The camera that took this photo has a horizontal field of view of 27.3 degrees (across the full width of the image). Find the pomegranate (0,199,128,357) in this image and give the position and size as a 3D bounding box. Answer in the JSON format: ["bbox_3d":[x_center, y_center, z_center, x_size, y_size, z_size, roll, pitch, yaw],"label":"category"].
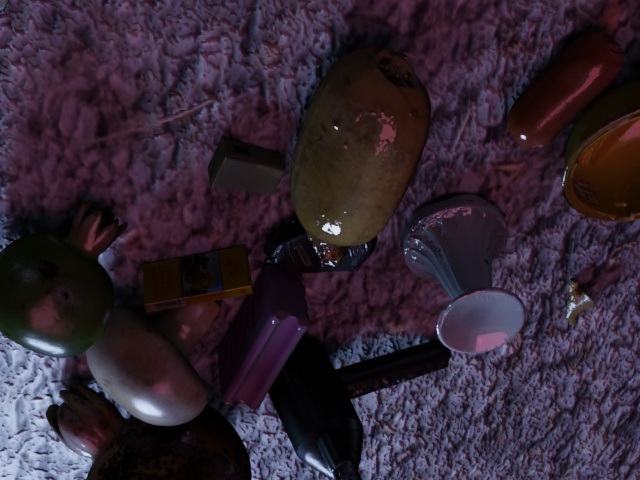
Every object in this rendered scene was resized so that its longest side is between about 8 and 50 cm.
[{"bbox_3d":[-0.356,0.049,1.820,0.187,0.187,0.225,36,91,-35],"label":"pomegranate"}]

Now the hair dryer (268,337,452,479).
[{"bbox_3d":[0.087,0.248,2.050,0.302,0.244,0.116,-18,141,-15],"label":"hair dryer"}]

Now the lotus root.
[{"bbox_3d":[0.039,-0.099,1.741,0.151,0.169,0.342,-10,137,-37],"label":"lotus root"}]

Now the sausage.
[{"bbox_3d":[0.326,-0.200,1.771,0.077,0.077,0.194,27,122,-31],"label":"sausage"}]

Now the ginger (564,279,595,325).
[{"bbox_3d":[0.415,0.096,2.098,0.048,0.030,0.097,10,134,18],"label":"ginger"}]

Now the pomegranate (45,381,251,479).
[{"bbox_3d":[-0.279,0.344,2.067,0.341,0.285,0.285,41,118,-8],"label":"pomegranate"}]

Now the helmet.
[{"bbox_3d":[0.436,-0.149,1.794,0.257,0.140,0.205,-30,132,18],"label":"helmet"}]

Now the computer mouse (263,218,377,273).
[{"bbox_3d":[0.000,0.000,1.912,0.172,0.057,0.099,-10,136,14],"label":"computer mouse"}]

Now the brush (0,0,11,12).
[{"bbox_3d":[-0.356,-0.360,1.533,0.082,0.010,0.218,24,123,-29],"label":"brush"}]

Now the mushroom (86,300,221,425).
[{"bbox_3d":[-0.248,0.165,1.952,0.206,0.209,0.206,12,153,6],"label":"mushroom"}]

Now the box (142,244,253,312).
[{"bbox_3d":[-0.178,0.055,1.903,0.155,0.087,0.023,-10,131,-1],"label":"box"}]

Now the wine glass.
[{"bbox_3d":[0.214,0.051,1.903,0.165,0.196,0.165,-7,134,-8],"label":"wine glass"}]

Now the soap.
[{"bbox_3d":[-0.088,0.144,1.982,0.065,0.122,0.203,14,127,-21],"label":"soap"}]

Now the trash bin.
[{"bbox_3d":[-0.101,-0.099,1.808,0.092,0.043,0.061,11,130,-25],"label":"trash bin"}]
